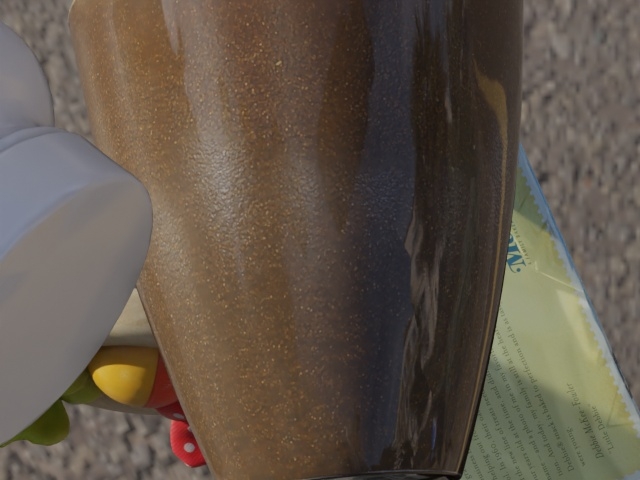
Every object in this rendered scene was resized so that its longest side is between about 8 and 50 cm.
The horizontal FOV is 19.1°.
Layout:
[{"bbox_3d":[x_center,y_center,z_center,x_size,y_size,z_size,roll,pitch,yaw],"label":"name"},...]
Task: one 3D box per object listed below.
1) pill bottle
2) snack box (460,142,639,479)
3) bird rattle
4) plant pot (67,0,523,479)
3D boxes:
[{"bbox_3d":[-0.111,-0.025,0.386,0.152,0.086,0.086,34,69,18],"label":"pill bottle"},{"bbox_3d":[0.085,0.109,1.083,0.187,0.060,0.322,-24,99,6],"label":"snack box"},{"bbox_3d":[-0.120,0.094,1.309,0.253,0.207,0.143,19,65,-11],"label":"bird rattle"},{"bbox_3d":[0.000,0.000,0.870,0.215,0.215,0.230,-7,76,4],"label":"plant pot"}]
